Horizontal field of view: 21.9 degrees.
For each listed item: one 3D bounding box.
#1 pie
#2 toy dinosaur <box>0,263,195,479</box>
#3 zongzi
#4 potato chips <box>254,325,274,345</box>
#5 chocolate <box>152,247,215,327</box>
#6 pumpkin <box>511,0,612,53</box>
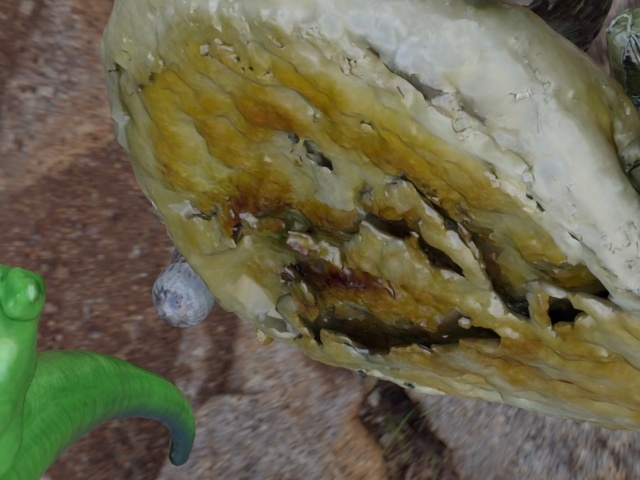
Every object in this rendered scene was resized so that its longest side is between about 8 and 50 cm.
[{"bbox_3d":[0.039,-0.008,0.714,0.339,0.339,0.077,29,69,9],"label":"pie"},{"bbox_3d":[-0.194,0.181,0.719,0.144,0.500,0.375,18,74,24],"label":"toy dinosaur"},{"bbox_3d":[0.270,-0.125,1.205,0.119,0.109,0.055,0,46,18],"label":"zongzi"},{"bbox_3d":[0.000,0.000,1.422,0.026,0.037,0.204,32,95,30],"label":"potato chips"},{"bbox_3d":[-0.139,0.040,1.831,0.072,0.167,0.072,5,118,9],"label":"chocolate"},{"bbox_3d":[0.168,-0.289,1.816,0.323,0.323,0.241,-28,65,10],"label":"pumpkin"}]
